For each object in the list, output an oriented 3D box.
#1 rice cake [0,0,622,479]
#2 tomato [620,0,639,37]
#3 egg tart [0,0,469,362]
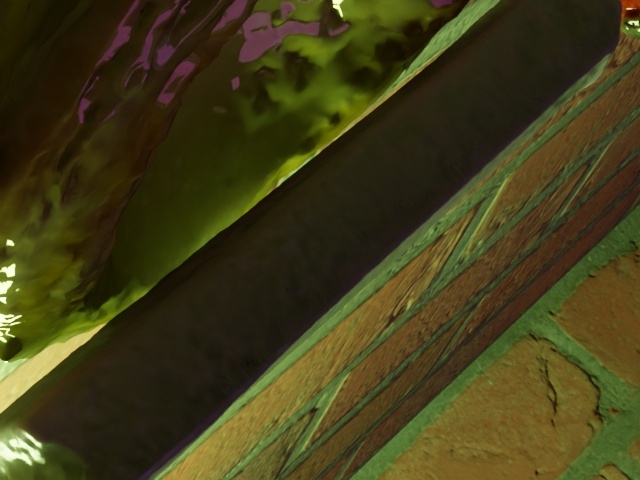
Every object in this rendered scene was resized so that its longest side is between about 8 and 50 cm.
[{"bbox_3d":[0.000,0.000,0.737,0.365,0.056,0.073,-41,179,-32],"label":"rice cake"},{"bbox_3d":[0.276,-0.222,1.045,0.290,0.293,0.325,-63,163,1],"label":"tomato"},{"bbox_3d":[-0.043,-0.094,0.677,0.315,0.120,0.315,-44,170,-10],"label":"egg tart"}]
